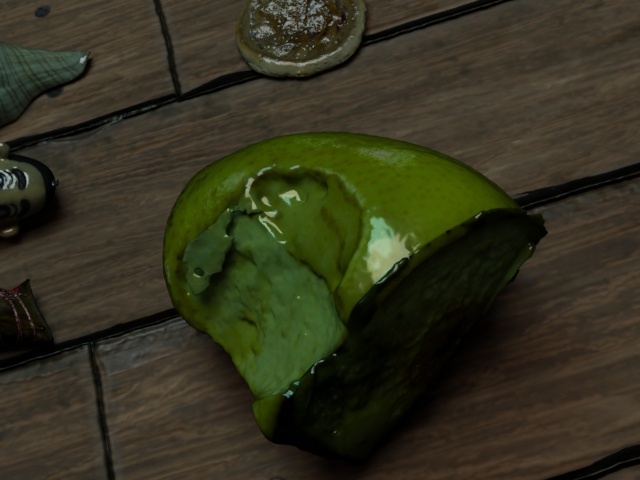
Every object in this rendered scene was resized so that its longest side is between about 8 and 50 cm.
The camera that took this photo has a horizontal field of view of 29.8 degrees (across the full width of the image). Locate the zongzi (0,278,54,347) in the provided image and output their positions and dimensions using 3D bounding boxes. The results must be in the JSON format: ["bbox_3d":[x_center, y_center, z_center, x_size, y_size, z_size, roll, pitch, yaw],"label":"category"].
[{"bbox_3d":[-0.282,0.069,1.029,0.083,0.073,0.067,-23,72,-4],"label":"zongzi"}]

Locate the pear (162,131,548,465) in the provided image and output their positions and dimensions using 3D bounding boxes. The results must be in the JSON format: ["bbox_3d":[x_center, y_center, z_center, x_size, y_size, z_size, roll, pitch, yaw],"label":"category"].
[{"bbox_3d":[0.000,0.000,0.912,0.238,0.164,0.255,-54,53,15],"label":"pear"}]

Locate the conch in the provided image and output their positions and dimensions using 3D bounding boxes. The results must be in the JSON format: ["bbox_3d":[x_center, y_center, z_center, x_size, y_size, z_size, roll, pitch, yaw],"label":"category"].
[{"bbox_3d":[-0.368,-0.167,1.197,0.234,0.114,0.137,9,71,12],"label":"conch"}]

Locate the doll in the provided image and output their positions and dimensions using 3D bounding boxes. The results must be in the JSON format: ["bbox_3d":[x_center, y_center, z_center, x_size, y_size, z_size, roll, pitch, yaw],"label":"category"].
[{"bbox_3d":[-0.326,-0.049,1.119,0.179,0.102,0.089,-2,16,12],"label":"doll"}]

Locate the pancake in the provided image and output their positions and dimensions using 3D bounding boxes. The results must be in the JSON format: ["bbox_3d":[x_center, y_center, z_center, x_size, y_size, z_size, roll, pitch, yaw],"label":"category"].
[{"bbox_3d":[-0.021,-0.215,1.206,0.140,0.022,0.139,-6,55,9],"label":"pancake"}]
